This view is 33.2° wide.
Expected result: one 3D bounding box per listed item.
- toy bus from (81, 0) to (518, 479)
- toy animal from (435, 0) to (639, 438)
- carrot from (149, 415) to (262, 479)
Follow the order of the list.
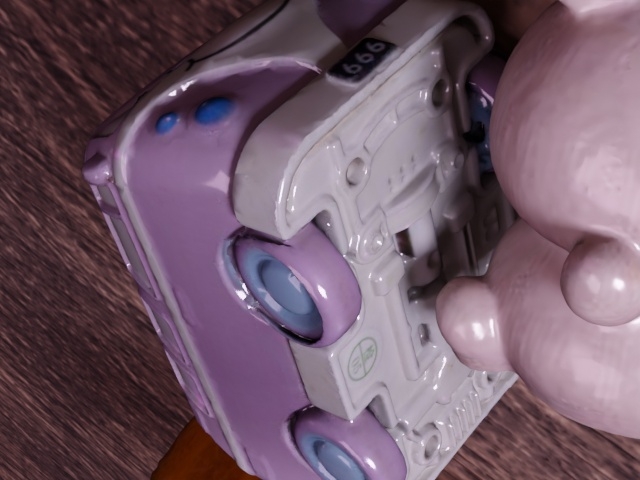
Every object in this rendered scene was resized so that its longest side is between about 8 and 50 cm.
[{"bbox_3d":[0.000,0.000,0.442,0.142,0.142,0.202,23,142,38],"label":"toy bus"},{"bbox_3d":[0.103,-0.038,0.333,0.124,0.124,0.213,20,133,31],"label":"toy animal"},{"bbox_3d":[0.007,0.206,0.668,0.225,0.159,0.159,47,147,-22],"label":"carrot"}]
